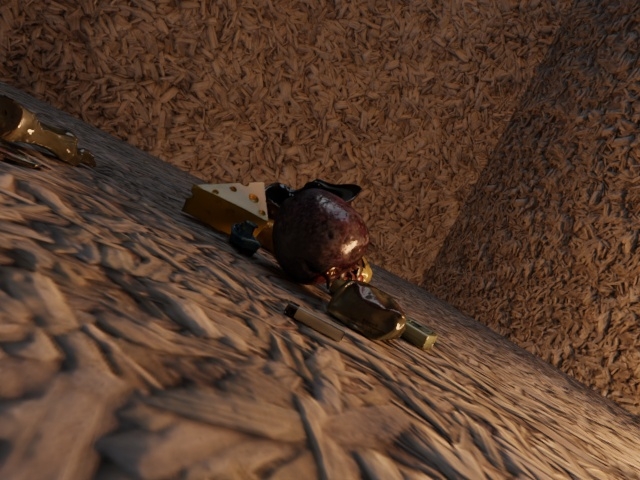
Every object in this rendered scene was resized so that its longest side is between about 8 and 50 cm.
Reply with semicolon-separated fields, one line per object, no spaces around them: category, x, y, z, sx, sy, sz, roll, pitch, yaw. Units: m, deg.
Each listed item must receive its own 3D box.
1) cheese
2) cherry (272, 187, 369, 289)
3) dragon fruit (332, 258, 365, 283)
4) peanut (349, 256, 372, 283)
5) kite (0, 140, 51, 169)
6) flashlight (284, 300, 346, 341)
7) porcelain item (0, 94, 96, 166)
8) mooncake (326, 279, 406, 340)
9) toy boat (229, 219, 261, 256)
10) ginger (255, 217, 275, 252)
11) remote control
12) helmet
cheese;-0.219;-0.081;0.915;0.171;0.093;0.126;11;51;-31
cherry;-0.005;-0.009;0.781;0.195;0.195;0.195;27;3;-1
dragon fruit;0.047;0.059;1.019;0.142;0.130;0.121;27;-30;14
peanut;0.060;0.057;1.171;0.098;0.103;0.229;21;9;-45
kite;-0.525;-0.159;0.558;0.268;0.013;0.323;27;0;-36
flashlight;-0.008;0.106;0.526;0.083;0.018;0.018;27;4;2
porcelain item;-0.499;-0.183;0.752;0.081;0.069;0.215;25;-5;13
mooncake;0.087;0.117;0.682;0.130;0.073;0.125;30;2;17
toy boat;-0.155;-0.012;0.838;0.060;0.060;0.137;26;3;-24
ginger;-0.104;-0.003;1.003;0.206;0.081;0.115;25;5;32
remote control;0.127;0.148;0.828;0.234;0.038;0.098;30;4;27
helmet;-0.034;-0.062;1.125;0.306;0.176;0.225;1;21;4
